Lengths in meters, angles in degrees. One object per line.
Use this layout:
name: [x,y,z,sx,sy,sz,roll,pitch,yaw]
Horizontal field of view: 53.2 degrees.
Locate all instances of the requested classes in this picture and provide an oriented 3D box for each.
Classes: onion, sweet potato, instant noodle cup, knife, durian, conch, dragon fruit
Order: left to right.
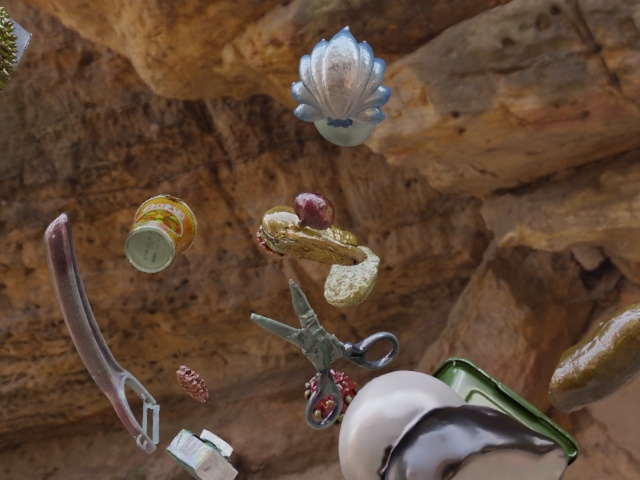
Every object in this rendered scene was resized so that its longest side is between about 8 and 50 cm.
durian: [-0.748,-0.420,1.370,0.200,0.177,0.237,-81,14,-52]
knife: [-0.249,0.106,0.710,0.053,0.278,0.123,-22,20,-12]
instant noodle cup: [-0.392,-0.008,1.544,0.168,0.168,0.185,-24,18,6]
onion: [-0.017,-0.067,1.488,0.097,0.107,0.107,-54,3,-10]
dragon fruit: [0.050,0.554,2.303,0.218,0.198,0.273,4,4,6]
conch: [0.059,-0.351,1.710,0.185,0.221,0.121,-40,13,27]
sweet potato: [0.684,0.260,1.477,0.369,0.158,0.158,-50,-15,30]

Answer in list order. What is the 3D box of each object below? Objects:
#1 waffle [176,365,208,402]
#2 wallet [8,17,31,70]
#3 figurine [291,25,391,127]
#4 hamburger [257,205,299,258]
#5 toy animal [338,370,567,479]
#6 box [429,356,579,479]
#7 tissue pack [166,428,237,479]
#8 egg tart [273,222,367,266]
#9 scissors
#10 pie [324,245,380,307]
waffle: [-0.254,0.286,1.270,0.029,0.075,0.083,-40,-38,-30]
wallet: [-0.875,-0.558,1.661,0.069,0.170,0.231,-23,-42,24]
figurine: [0.023,-0.179,0.695,0.114,0.114,0.079,-24,-9,8]
hamburger: [-0.119,-0.034,2.070,0.175,0.175,0.137,-23,-35,-27]
toy animal: [0.116,0.235,0.666,0.165,0.187,0.235,-39,22,-18]
box: [0.329,0.434,1.317,0.252,0.329,0.178,-60,-8,34]
tissue pack: [-0.209,0.393,1.165,0.111,0.085,0.079,5,48,52]
egg tart: [0.000,0.000,1.877,0.291,0.107,0.291,13,-12,3]
scissors: [-0.002,0.211,1.233,0.256,0.383,0.029,-46,43,-6]
pie: [0.118,0.126,2.181,0.201,0.090,0.248,-8,46,36]
